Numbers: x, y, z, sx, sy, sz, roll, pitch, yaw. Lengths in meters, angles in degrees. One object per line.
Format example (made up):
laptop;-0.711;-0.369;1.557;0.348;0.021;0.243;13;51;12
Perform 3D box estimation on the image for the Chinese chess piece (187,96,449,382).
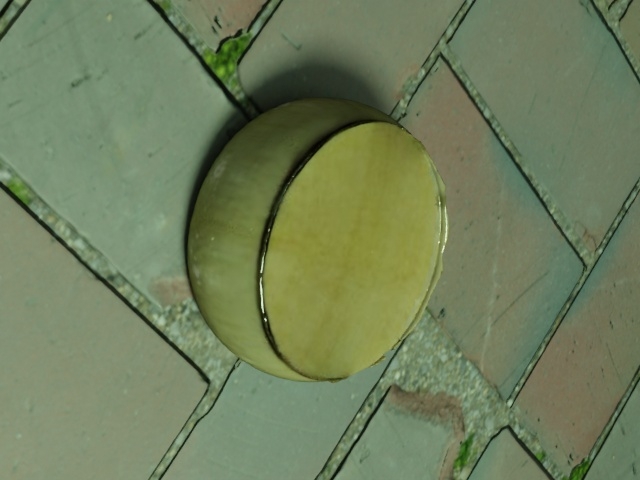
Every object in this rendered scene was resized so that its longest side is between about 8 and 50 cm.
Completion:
Chinese chess piece;0.000;0.000;1.422;0.257;0.104;0.257;-17;114;-41
